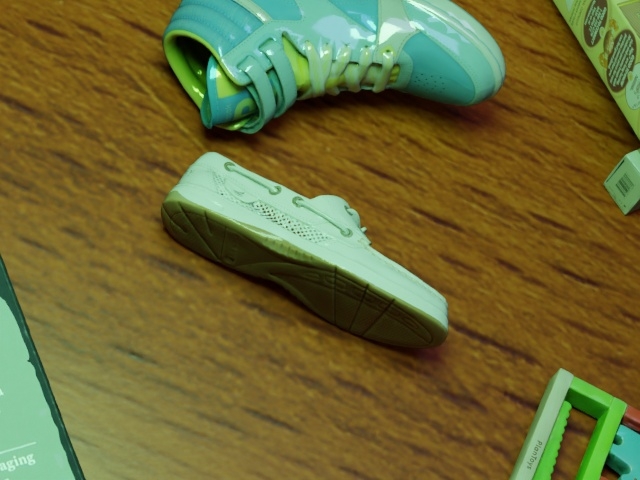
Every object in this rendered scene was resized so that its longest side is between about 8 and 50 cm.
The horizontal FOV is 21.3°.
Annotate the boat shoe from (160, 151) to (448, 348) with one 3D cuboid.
[{"bbox_3d":[0.000,0.000,1.512,0.277,0.098,0.096,28,58,1],"label":"boat shoe"}]

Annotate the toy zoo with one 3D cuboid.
[{"bbox_3d":[0.305,0.260,1.497,0.293,0.030,0.192,28,57,-1],"label":"toy zoo"}]

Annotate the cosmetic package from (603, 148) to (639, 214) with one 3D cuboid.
[{"bbox_3d":[0.343,-0.074,1.681,0.115,0.060,0.041,-23,70,-28],"label":"cosmetic package"}]

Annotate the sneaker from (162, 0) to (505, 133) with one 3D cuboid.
[{"bbox_3d":[0.000,-0.157,1.588,0.319,0.127,0.208,22,55,8],"label":"sneaker"}]

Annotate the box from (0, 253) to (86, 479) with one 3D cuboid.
[{"bbox_3d":[-0.299,0.197,1.193,0.212,0.293,0.395,-15,66,-24],"label":"box"}]

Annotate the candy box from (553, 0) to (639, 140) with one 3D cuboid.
[{"bbox_3d":[0.362,-0.214,1.707,0.183,0.087,0.316,-7,50,-20],"label":"candy box"}]
